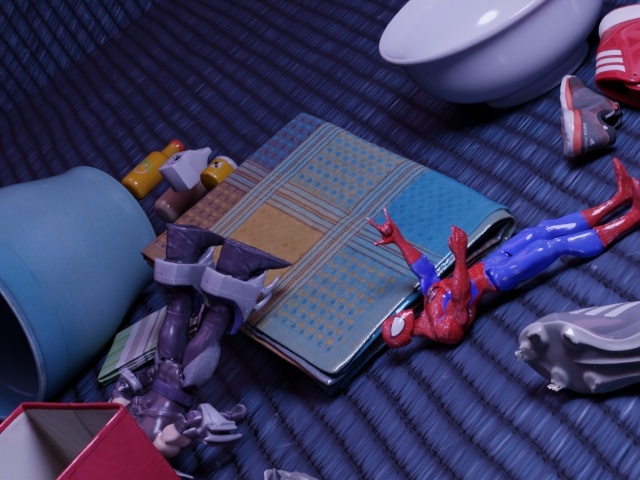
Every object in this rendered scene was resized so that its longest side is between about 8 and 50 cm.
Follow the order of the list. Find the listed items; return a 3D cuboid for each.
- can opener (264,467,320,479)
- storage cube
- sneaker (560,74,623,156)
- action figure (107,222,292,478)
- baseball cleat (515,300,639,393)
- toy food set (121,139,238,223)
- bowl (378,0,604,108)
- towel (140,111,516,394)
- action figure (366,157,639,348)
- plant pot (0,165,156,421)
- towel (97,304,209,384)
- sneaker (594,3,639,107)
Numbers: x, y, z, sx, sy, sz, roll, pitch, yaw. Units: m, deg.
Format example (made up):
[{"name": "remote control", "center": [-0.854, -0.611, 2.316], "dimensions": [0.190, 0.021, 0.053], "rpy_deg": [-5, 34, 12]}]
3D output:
[{"name": "can opener", "center": [-0.015, 0.276, 1.313], "dimensions": [0.095, 0.076, 0.283], "rpy_deg": [-63, 13, 19]}, {"name": "storage cube", "center": [-0.219, 0.272, 1.421], "dimensions": [0.183, 0.193, 0.215], "rpy_deg": [-7, 33, 51]}, {"name": "sneaker", "center": [0.288, -0.130, 1.749], "dimensions": [0.064, 0.061, 0.158], "rpy_deg": [-2, 29, 7]}, {"name": "action figure", "center": [-0.138, 0.132, 1.649], "dimensions": [0.185, 0.099, 0.285], "rpy_deg": [20, 89, 41]}, {"name": "baseball cleat", "center": [0.260, 0.076, 1.329], "dimensions": [0.206, 0.072, 0.109], "rpy_deg": [-1, 25, 48]}, {"name": "toy food set", "center": [-0.155, -0.083, 2.202], "dimensions": [0.104, 0.111, 0.232], "rpy_deg": [-47, 22, -29]}, {"name": "bowl", "center": [0.227, -0.251, 1.966], "dimensions": [0.297, 0.134, 0.298], "rpy_deg": [-29, 22, 13]}, {"name": "towel", "center": [0.000, 0.000, 1.753], "dimensions": [0.271, 0.040, 0.370], "rpy_deg": [-41, 39, -17]}, {"name": "action figure", "center": [0.159, -0.005, 1.545], "dimensions": [0.280, 0.139, 0.091], "rpy_deg": [-35, 19, 6]}, {"name": "plant pot", "center": [-0.347, 0.044, 2.041], "dimensions": [0.271, 0.272, 0.255], "rpy_deg": [-9, 22, 49]}, {"name": "towel", "center": [-0.192, 0.113, 1.972], "dimensions": [0.152, 0.023, 0.113], "rpy_deg": [-29, 19, 21]}, {"name": "sneaker", "center": [0.388, -0.200, 1.729], "dimensions": [0.221, 0.087, 0.128], "rpy_deg": [-18, 42, 40]}]
